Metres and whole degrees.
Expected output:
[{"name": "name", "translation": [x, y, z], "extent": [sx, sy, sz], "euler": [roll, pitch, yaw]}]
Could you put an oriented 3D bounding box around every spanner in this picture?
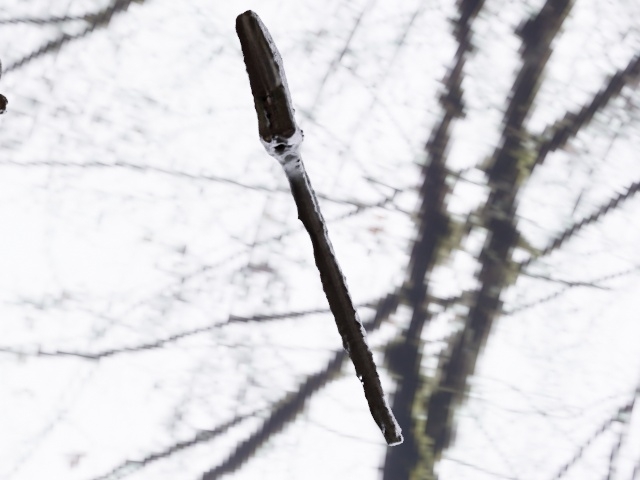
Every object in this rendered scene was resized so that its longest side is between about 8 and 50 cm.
[{"name": "spanner", "translation": [0.000, 0.000, 1.245], "extent": [0.026, 0.325, 0.093], "euler": [-17, -153, 4]}]

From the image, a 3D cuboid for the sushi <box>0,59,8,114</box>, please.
[{"name": "sushi", "translation": [-0.320, -0.154, 1.471], "extent": [0.134, 0.109, 0.273], "euler": [-41, -132, 40]}]
